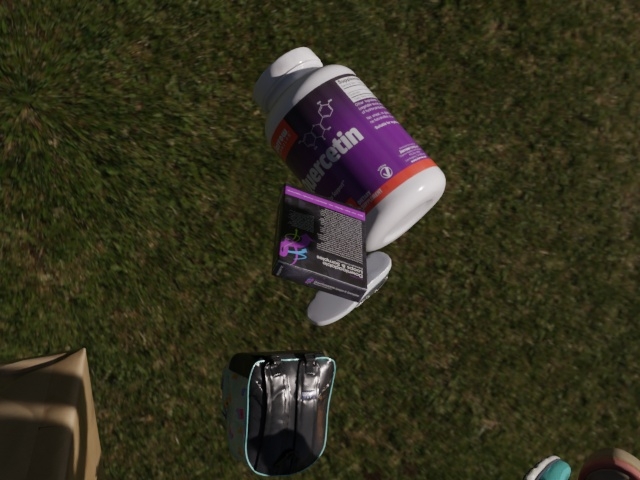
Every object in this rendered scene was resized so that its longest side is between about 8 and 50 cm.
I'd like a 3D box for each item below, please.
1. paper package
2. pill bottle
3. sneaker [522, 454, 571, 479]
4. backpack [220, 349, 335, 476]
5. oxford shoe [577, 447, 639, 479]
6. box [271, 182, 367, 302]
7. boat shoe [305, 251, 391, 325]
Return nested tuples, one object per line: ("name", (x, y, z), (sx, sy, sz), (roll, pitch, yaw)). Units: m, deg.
("paper package", (-0.300, 0.317, 0.747), (0.168, 0.309, 0.324), (-4, 120, -8))
("pill bottle", (0.036, -0.150, 1.262), (0.181, 0.181, 0.323), (-37, 77, -11))
("sneaker", (0.342, 0.442, 1.195), (0.275, 0.110, 0.107), (-47, 138, -49))
("backpack", (-0.072, 0.269, 1.244), (0.166, 0.144, 0.188), (2, 86, -35))
("oxford shoe", (0.452, 0.373, 1.098), (0.348, 0.123, 0.130), (52, 40, -30))
("box", (0.000, 0.000, 0.990), (0.116, 0.162, 0.029), (19, 126, -13))
("boat shoe", (0.041, 0.070, 1.043), (0.142, 0.049, 0.040), (-37, 148, -21))
